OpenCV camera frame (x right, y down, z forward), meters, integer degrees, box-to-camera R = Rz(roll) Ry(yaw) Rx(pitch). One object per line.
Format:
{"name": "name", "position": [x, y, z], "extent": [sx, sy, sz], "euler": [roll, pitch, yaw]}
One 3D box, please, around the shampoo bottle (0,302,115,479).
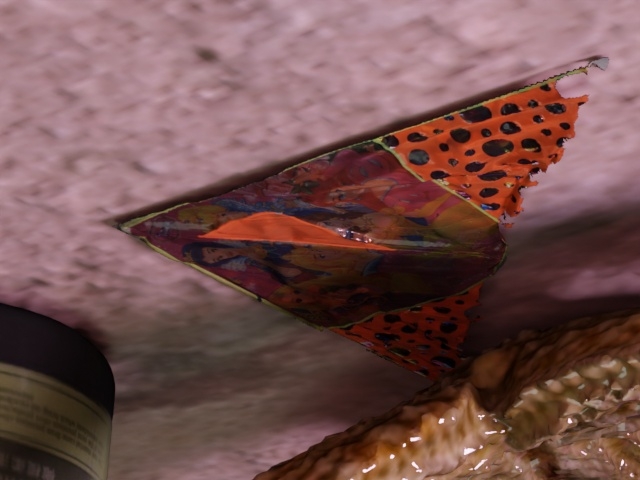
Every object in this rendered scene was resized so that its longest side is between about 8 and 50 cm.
{"name": "shampoo bottle", "position": [-0.124, 0.161, 0.597], "extent": [0.101, 0.284, 0.101], "euler": [2, 153, 1]}

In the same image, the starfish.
{"name": "starfish", "position": [0.070, 0.079, 0.624], "extent": [0.327, 0.094, 0.375], "euler": [-10, 162, -33]}

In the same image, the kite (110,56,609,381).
{"name": "kite", "position": [0.000, 0.001, 0.582], "extent": [0.125, 0.008, 0.222], "euler": [6, 153, -3]}
